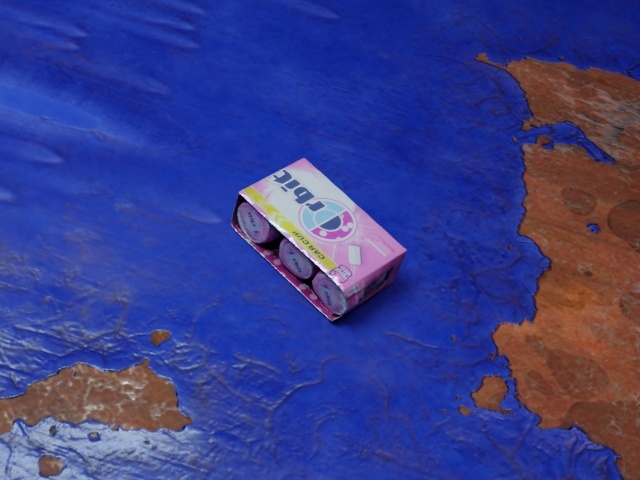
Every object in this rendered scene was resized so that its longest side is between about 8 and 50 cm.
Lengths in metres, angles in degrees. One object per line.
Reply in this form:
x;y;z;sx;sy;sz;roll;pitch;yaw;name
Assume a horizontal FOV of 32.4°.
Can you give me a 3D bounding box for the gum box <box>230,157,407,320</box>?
0.000;0.000;1.280;0.107;0.062;0.188;-31;63;-36;gum box
